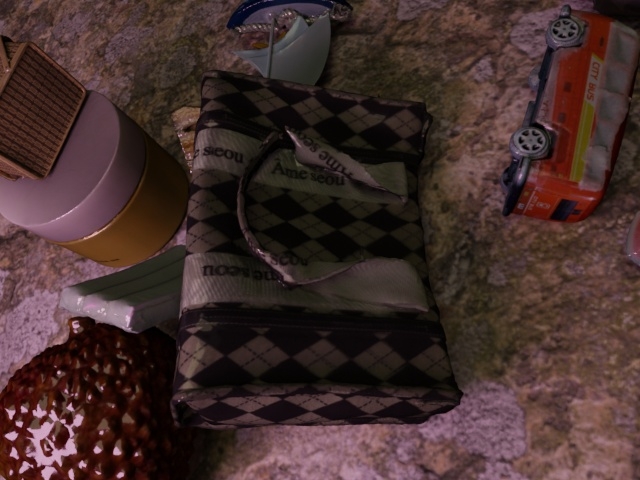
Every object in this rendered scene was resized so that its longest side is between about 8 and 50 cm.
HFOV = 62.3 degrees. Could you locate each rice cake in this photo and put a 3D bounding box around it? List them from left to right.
[{"bbox_3d":[-0.204,0.056,0.683,0.127,0.237,0.043,9,106,21],"label":"rice cake"}]

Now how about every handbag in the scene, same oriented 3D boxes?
[{"bbox_3d":[0.000,0.000,0.631,0.316,0.180,0.416,2,63,-8],"label":"handbag"}]

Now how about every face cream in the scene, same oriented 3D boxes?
[{"bbox_3d":[-0.340,-0.086,0.809,0.218,0.179,0.218,-7,67,17],"label":"face cream"}]

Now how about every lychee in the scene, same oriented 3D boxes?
[{"bbox_3d":[-0.257,0.220,0.631,0.236,0.236,0.271,-15,75,13],"label":"lychee"}]

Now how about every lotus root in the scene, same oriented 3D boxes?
[{"bbox_3d":[-0.137,-0.136,0.802,0.144,0.070,0.143,-9,98,-1],"label":"lotus root"}]

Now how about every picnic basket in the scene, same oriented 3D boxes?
[{"bbox_3d":[-0.398,-0.169,0.695,0.079,0.115,0.164,11,73,21],"label":"picnic basket"}]

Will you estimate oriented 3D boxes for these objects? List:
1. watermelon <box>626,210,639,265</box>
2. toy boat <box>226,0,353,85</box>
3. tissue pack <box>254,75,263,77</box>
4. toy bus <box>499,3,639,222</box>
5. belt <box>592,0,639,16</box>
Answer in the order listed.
[{"bbox_3d":[0.383,-0.007,0.580,0.092,0.072,0.084,-22,46,15],"label":"watermelon"},{"bbox_3d":[-0.057,-0.301,0.851,0.220,0.067,0.291,-3,64,12],"label":"toy boat"},{"bbox_3d":[-0.096,-0.216,0.863,0.085,0.028,0.138,2,66,16],"label":"tissue pack"},{"bbox_3d":[0.305,-0.153,0.646,0.120,0.121,0.265,17,74,16],"label":"toy bus"},{"bbox_3d":[0.457,-0.385,0.664,0.289,0.164,0.184,6,97,20],"label":"belt"}]
